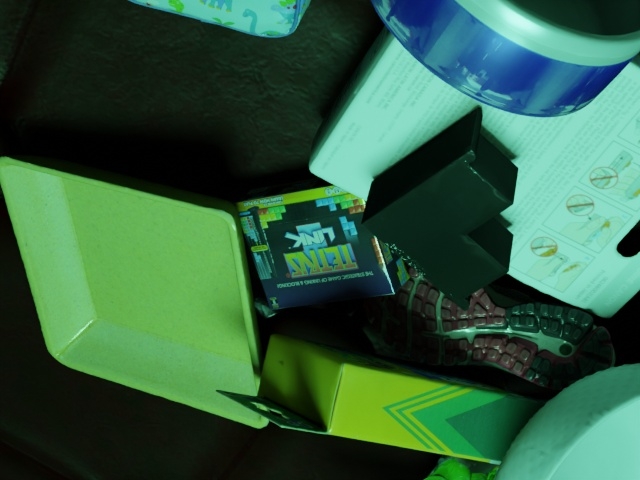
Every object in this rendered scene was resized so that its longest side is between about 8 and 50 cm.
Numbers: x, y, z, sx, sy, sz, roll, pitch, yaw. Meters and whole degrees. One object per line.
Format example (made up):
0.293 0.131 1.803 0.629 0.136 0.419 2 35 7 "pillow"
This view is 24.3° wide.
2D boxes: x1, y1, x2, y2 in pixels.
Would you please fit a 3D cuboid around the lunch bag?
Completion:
-0.103 -0.308 1.480 0.219 0.090 0.176 16 133 8 "lunch bag"

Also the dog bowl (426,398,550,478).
0.296 0.341 1.862 0.349 0.102 0.349 11 130 13 "dog bowl"

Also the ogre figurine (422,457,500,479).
0.187 0.324 1.741 0.197 0.118 0.097 13 127 9 "ogre figurine"

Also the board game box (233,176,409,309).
0.000 0.000 1.698 0.170 0.048 0.141 -9 107 31 "board game box"

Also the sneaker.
0.190 0.106 1.707 0.299 0.121 0.112 20 178 18 "sneaker"

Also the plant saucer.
-0.206 0.044 1.789 0.332 0.081 0.333 14 133 25 "plant saucer"

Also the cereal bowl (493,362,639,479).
0.314 0.280 1.612 0.141 0.339 0.339 35 154 55 "cereal bowl"

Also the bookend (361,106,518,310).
0.153 -0.029 1.519 0.156 0.072 0.157 39 129 -20 "bookend"

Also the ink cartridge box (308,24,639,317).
0.223 -0.110 1.539 0.385 0.091 0.308 26 132 -10 "ink cartridge box"

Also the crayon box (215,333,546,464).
0.070 0.177 1.671 0.323 0.083 0.203 13 180 -25 "crayon box"

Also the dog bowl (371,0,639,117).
0.172 -0.240 1.316 0.265 0.265 0.104 31 134 -6 "dog bowl"
